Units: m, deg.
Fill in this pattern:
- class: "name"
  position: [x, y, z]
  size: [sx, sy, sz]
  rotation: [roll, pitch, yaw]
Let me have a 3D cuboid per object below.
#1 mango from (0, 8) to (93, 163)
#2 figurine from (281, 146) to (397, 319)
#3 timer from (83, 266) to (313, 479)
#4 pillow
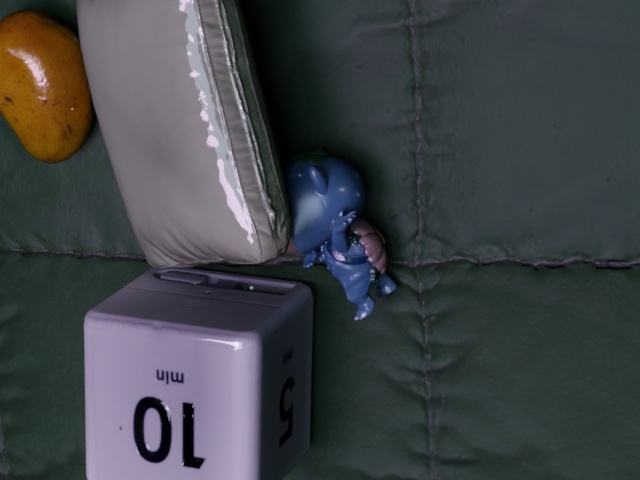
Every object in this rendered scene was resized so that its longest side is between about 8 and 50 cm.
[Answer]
- class: "mango"
  position: [-0.292, -0.164, 2.003]
  size: [0.115, 0.089, 0.165]
  rotation: [-21, 101, 25]
- class: "figurine"
  position: [-0.002, 0.000, 1.945]
  size: [0.144, 0.114, 0.178]
  rotation: [-26, 104, 26]
- class: "timer"
  position: [-0.125, 0.150, 1.978]
  size: [0.192, 0.194, 0.195]
  rotation: [7, 107, 18]
- class: "pillow"
  position: [-0.140, -0.130, 1.906]
  size: [0.255, 0.119, 0.322]
  rotation: [-5, 102, 56]
